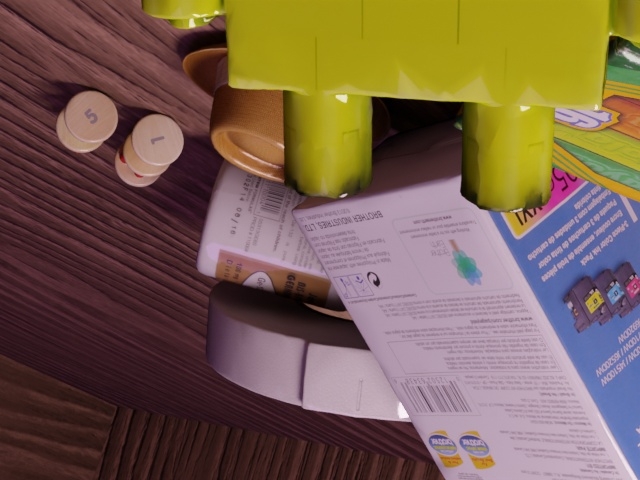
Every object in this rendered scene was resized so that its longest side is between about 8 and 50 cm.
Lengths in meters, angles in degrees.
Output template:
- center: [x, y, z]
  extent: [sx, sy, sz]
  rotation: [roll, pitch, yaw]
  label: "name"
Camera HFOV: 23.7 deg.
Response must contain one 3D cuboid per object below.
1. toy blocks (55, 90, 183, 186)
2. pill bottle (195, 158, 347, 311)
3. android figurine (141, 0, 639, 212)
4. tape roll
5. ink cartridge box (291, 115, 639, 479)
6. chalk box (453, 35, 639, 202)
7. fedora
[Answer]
- center: [-0.213, -0.098, 1.552]
  extent: [0.123, 0.054, 0.148]
  rotation: [19, 165, -14]
  label: "toy blocks"
- center: [0.000, 0.000, 1.531]
  extent: [0.229, 0.131, 0.131]
  rotation: [16, 165, 0]
  label: "pill bottle"
- center: [0.042, -0.145, 0.638]
  extent: [0.248, 0.273, 0.056]
  rotation: [6, -153, 11]
  label: "android figurine"
- center: [0.071, 0.100, 1.605]
  extent: [0.391, 0.072, 0.392]
  rotation: [5, -169, -1]
  label: "tape roll"
- center: [0.180, 0.092, 1.262]
  extent: [0.270, 0.151, 0.396]
  rotation: [-9, 112, 60]
  label: "ink cartridge box"
- center: [0.251, -0.104, 0.811]
  extent: [0.288, 0.179, 0.180]
  rotation: [21, 165, -16]
  label: "chalk box"
- center: [-0.035, -0.100, 1.313]
  extent: [0.194, 0.079, 0.194]
  rotation: [15, 165, 4]
  label: "fedora"
